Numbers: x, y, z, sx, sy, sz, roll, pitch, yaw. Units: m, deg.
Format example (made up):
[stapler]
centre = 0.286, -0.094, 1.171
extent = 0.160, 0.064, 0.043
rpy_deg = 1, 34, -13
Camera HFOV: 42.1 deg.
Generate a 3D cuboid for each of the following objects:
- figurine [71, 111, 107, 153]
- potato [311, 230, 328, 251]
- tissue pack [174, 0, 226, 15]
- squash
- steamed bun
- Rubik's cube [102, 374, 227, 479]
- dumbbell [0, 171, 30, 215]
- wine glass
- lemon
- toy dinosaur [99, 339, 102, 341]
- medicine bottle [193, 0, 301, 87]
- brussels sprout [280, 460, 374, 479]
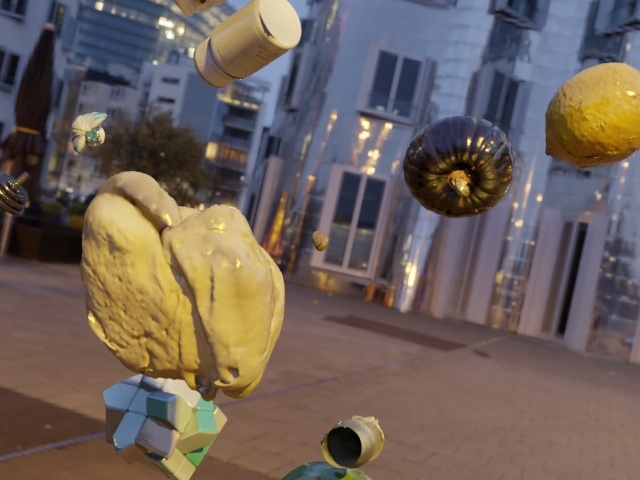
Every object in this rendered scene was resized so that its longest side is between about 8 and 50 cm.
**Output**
[figurine]
centre = -0.522, -0.247, 1.876
extent = 0.079, 0.114, 0.114
rpy_deg = 28, -5, -15
[potato]
centre = 0.000, 0.000, 2.321
extent = 0.046, 0.045, 0.092
rpy_deg = -20, 20, -4
[tissue pack]
centre = -0.322, -0.743, 1.933
extent = 0.194, 0.356, 0.266
rpy_deg = -24, -11, -3
[squash]
centre = 0.244, -0.130, 1.469
extent = 0.193, 0.193, 0.156
rpy_deg = 12, 19, 27
[steamed bun]
centre = -0.203, 0.067, 1.305
extent = 0.372, 0.325, 0.230
rpy_deg = 27, 33, 23
[Rubik's cube]
centre = -0.348, 0.396, 1.809
extent = 0.265, 0.224, 0.213
rpy_deg = 13, -34, 32
[dumbbell]
centre = -0.654, -0.063, 1.640
extent = 0.099, 0.208, 0.099
rpy_deg = 49, 4, -5
[wine glass]
centre = 0.068, 0.414, 1.706
extent = 0.103, 0.103, 0.222
rpy_deg = 12, -6, 15
[lemon]
centre = 0.694, -0.308, 2.074
extent = 0.310, 0.253, 0.253
rpy_deg = -30, -23, 27
[toy dinosaur]
centre = -0.388, 0.189, 1.845
extent = 0.209, 0.082, 0.039
rpy_deg = -13, 39, -12
[medicine bottle]
centre = -0.178, -0.466, 1.962
extent = 0.258, 0.143, 0.143
rpy_deg = -22, -24, 40
[brussels sprout]
centre = 0.000, 0.640, 1.799
extent = 0.354, 0.289, 0.281
rpy_deg = -28, 35, -9
